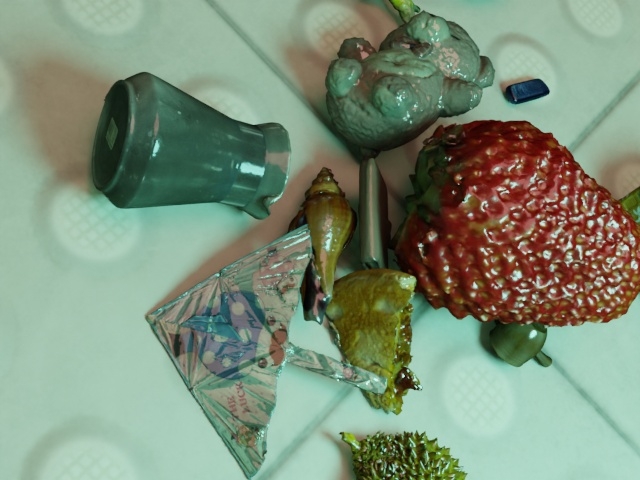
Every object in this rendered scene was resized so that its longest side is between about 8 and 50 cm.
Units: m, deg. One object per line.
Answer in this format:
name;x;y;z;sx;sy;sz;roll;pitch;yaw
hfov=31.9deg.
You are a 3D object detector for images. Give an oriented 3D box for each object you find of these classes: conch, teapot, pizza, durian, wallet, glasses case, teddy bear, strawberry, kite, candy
conch;-0.003;-0.005;1.493;0.086;0.080;0.233;8;50;20
teapot;0.292;0.139;1.583;0.110;0.080;0.085;26;35;-29
pizza;0.086;0.131;1.467;0.069;0.154;0.194;-15;94;-50
durian;0.111;0.298;1.395;0.208;0.102;0.146;41;61;2
wallet;0.071;-0.024;1.530;0.038;0.118;0.153;-6;67;12
glasses case;0.332;-0.240;1.811;0.083;0.023;0.034;-17;69;-33
teddy bear;0.130;-0.235;1.630;0.236;0.151;0.267;30;56;29
strawberry;0.284;-0.027;1.523;0.351;0.267;0.312;18;47;3
kite;-0.064;0.131;1.405;0.314;0.011;0.335;16;73;-6
candy;0.140;-0.355;1.758;0.262;0.073;0.077;47;33;-6
teapot;-0.168;-0.119;1.440;0.225;0.171;0.203;11;31;-28

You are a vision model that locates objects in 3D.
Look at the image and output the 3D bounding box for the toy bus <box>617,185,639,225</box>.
toy bus;0.570;0.032;1.707;0.138;0.167;0.275;-16;75;-32
